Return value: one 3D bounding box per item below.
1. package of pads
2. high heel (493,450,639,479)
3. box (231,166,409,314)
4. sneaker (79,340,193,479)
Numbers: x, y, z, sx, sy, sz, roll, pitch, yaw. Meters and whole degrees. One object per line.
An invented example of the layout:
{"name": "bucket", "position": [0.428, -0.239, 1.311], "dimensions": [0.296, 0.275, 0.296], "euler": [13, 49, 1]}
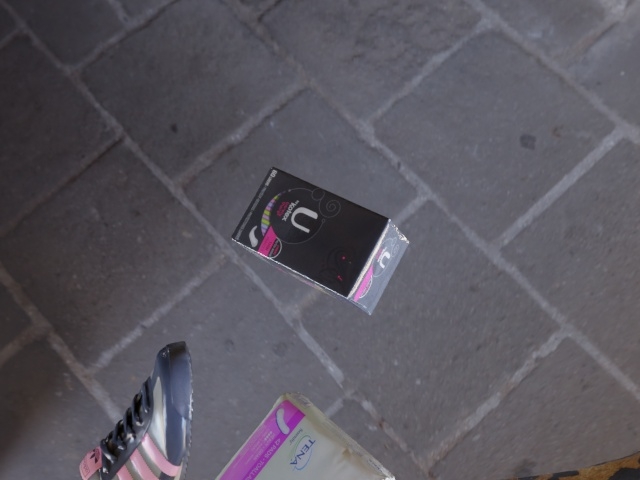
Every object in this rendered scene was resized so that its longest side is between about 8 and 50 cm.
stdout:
{"name": "package of pads", "position": [-0.050, 0.422, 1.329], "dimensions": [0.229, 0.101, 0.296], "euler": [37, 88, 23]}
{"name": "high heel", "position": [0.201, 0.157, 0.613], "dimensions": [0.261, 0.093, 0.186], "euler": [-44, 40, -20]}
{"name": "box", "position": [0.000, 0.000, 1.572], "dimensions": [0.270, 0.143, 0.165], "euler": [25, 83, 26]}
{"name": "sneaker", "position": [-0.239, 0.271, 1.085], "dimensions": [0.131, 0.112, 0.319], "euler": [6, 113, -16]}
